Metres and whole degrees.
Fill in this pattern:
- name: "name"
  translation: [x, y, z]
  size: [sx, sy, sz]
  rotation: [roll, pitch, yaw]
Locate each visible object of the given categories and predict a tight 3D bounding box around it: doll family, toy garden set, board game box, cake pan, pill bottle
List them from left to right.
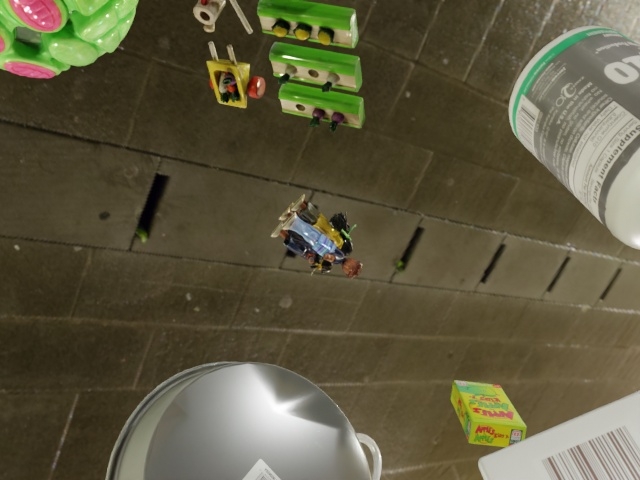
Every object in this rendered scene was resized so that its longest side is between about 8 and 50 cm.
- name: "cake pan"
  translation: [-0.064, 0.252, 0.651]
  size: [0.293, 0.293, 0.054]
  rotation: [1, 149, -36]
- name: "toy garden set"
  translation: [-0.059, -0.219, 0.733]
  size: [0.244, 0.204, 0.049]
  rotation: [75, 34, -59]
- name: "doll family"
  translation: [0.000, 0.000, 0.849]
  size: [0.111, 0.193, 0.076]
  rotation: [42, 111, -9]
- name: "board game box"
  translation: [0.299, 0.311, 1.166]
  size: [0.092, 0.181, 0.043]
  rotation: [7, 99, 0]
- name: "pill bottle"
  translation: [0.423, -0.118, 0.840]
  size: [0.204, 0.361, 0.204]
  rotation: [-12, 133, -13]

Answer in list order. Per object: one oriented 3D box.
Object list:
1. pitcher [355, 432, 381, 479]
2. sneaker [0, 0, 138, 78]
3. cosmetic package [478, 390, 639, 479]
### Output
- name: "pitcher"
  translation: [0.025, 0.387, 0.889]
  size: [0.178, 0.207, 0.125]
  rotation: [-25, 160, 6]
- name: "sneaker"
  translation: [-0.262, -0.323, 0.453]
  size: [0.185, 0.202, 0.482]
  rotation: [-16, 146, -6]
- name: "cosmetic package"
  translation: [0.370, 0.382, 0.861]
  size: [0.230, 0.161, 0.453]
  rotation: [-25, 142, 4]
